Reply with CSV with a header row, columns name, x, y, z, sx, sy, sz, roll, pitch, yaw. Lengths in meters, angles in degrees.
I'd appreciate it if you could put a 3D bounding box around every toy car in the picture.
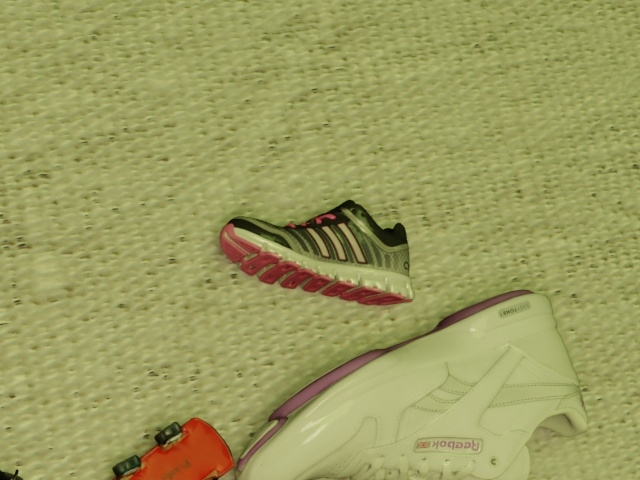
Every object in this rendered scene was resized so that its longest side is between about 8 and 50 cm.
name,x,y,z,sx,sy,sz,roll,pitch,yaw
toy car,-0.200,0.216,1.400,0.225,0.053,0.239,23,67,-12

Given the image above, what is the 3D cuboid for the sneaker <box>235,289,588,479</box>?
name,x,y,z,sx,sy,sz,roll,pitch,yaw
sneaker,0.082,0.148,1.486,0.305,0.114,0.152,-22,82,-24

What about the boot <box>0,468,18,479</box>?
name,x,y,z,sx,sy,sz,roll,pitch,yaw
boot,-0.314,0.180,1.318,0.198,0.077,0.137,23,103,-6

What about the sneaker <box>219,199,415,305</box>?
name,x,y,z,sx,sy,sz,roll,pitch,yaw
sneaker,0.000,0.000,1.532,0.170,0.063,0.074,15,70,-20
